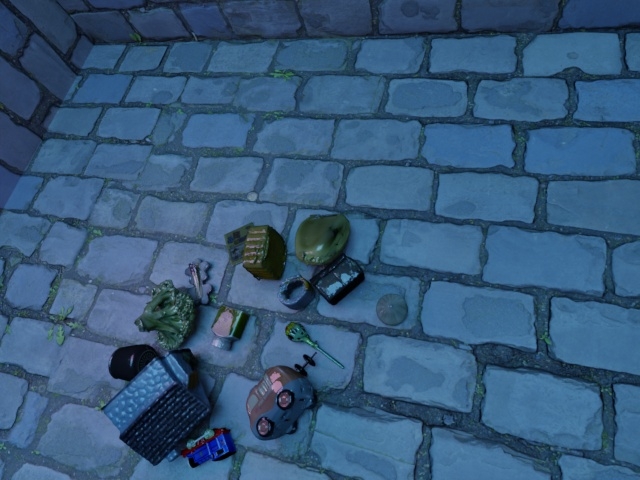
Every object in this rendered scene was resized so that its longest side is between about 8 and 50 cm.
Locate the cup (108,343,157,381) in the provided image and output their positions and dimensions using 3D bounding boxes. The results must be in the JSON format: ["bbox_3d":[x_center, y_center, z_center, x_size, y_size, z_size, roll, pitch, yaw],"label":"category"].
[{"bbox_3d":[-0.856,0.589,1.872,0.177,0.169,0.222,-4,97,17],"label":"cup"}]

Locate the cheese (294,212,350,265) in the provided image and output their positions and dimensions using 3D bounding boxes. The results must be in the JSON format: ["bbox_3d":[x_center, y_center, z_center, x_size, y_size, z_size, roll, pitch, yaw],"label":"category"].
[{"bbox_3d":[0.000,0.000,1.857,0.260,0.128,0.315,-11,33,22],"label":"cheese"}]

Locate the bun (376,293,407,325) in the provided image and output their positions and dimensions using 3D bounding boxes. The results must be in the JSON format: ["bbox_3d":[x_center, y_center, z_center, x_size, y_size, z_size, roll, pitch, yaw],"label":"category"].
[{"bbox_3d":[0.301,0.289,1.728,0.139,0.094,0.138,-5,69,14],"label":"bun"}]

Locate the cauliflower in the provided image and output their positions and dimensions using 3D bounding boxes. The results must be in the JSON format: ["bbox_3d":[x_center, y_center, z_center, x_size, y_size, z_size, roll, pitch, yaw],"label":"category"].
[{"bbox_3d":[-0.728,0.345,1.877,0.261,0.281,0.326,-19,74,48],"label":"cauliflower"}]

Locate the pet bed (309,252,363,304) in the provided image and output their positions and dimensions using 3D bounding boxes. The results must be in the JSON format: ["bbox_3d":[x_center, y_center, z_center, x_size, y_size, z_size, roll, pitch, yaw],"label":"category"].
[{"bbox_3d":[0.071,0.160,1.796,0.211,0.183,0.159,-42,70,-3],"label":"pet bed"}]

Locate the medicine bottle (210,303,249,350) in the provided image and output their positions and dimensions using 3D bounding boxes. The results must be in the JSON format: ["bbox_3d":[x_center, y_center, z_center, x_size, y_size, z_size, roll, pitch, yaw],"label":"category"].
[{"bbox_3d":[-0.426,0.402,1.869,0.132,0.088,0.188,14,71,19],"label":"medicine bottle"}]

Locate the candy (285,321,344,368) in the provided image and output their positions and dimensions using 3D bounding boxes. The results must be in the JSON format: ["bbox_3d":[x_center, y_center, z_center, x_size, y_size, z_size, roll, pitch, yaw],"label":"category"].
[{"bbox_3d":[-0.024,0.455,1.753,0.306,0.091,0.083,33,68,17],"label":"candy"}]

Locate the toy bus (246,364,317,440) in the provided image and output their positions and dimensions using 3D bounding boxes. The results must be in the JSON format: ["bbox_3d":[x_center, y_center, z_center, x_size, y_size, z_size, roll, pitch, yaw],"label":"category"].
[{"bbox_3d":[-0.177,0.637,1.633,0.232,0.194,0.287,41,95,34],"label":"toy bus"}]

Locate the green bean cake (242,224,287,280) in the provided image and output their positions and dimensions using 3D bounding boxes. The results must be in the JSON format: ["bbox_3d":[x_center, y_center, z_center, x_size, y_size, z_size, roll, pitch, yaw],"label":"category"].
[{"bbox_3d":[-0.261,0.060,1.899,0.131,0.229,0.223,-2,64,21],"label":"green bean cake"}]

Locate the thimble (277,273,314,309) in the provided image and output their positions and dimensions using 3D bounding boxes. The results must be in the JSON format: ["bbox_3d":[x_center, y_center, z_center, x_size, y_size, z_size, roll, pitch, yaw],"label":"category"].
[{"bbox_3d":[-0.110,0.236,1.842,0.151,0.118,0.127,-35,63,-1],"label":"thimble"}]

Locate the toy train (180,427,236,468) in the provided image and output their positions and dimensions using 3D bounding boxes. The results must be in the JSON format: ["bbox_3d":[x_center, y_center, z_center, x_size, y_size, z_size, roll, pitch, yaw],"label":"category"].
[{"bbox_3d":[-0.465,0.860,1.683,0.204,0.082,0.131,-30,65,1],"label":"toy train"}]

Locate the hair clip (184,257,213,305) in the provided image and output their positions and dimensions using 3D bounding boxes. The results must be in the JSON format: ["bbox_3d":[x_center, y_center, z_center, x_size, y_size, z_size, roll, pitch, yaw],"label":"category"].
[{"bbox_3d":[-0.605,0.202,2.017,0.146,0.075,0.256,-20,70,8],"label":"hair clip"}]

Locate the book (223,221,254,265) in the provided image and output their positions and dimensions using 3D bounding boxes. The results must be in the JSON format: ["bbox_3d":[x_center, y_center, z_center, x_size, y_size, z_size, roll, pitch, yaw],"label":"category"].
[{"bbox_3d":[-0.396,0.018,2.070,0.168,0.013,0.192,-24,63,4],"label":"book"}]

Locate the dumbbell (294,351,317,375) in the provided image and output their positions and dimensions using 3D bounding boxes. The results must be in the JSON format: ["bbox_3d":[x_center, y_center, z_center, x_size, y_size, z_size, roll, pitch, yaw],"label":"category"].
[{"bbox_3d":[-0.066,0.528,1.726,0.069,0.069,0.147,42,92,26],"label":"dumbbell"}]

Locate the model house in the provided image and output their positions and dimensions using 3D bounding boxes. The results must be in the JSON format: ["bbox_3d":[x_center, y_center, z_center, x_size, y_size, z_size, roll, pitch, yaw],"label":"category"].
[{"bbox_3d":[-0.617,0.694,1.699,0.360,0.297,0.339,-43,71,-6],"label":"model house"}]
